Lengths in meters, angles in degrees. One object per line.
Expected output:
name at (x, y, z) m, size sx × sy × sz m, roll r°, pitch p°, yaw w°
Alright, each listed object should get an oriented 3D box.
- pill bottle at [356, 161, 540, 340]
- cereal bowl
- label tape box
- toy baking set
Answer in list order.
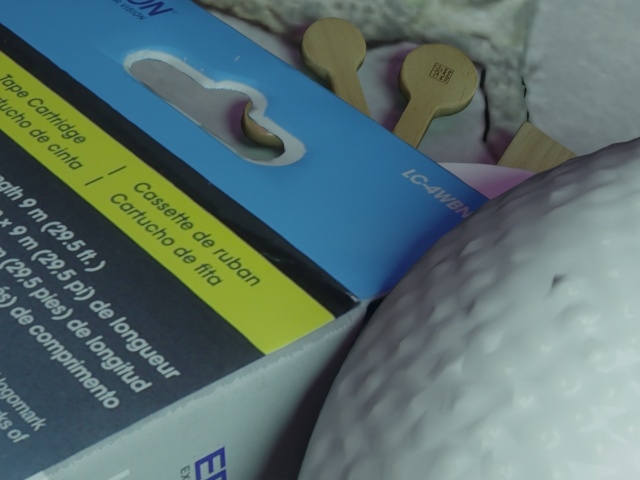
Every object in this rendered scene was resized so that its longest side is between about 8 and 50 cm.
pill bottle at (0.042, 0.128, 0.681) m, size 0.160 × 0.160 × 0.283 m, roll 7°, pitch 66°, yaw -8°
cereal bowl at (0.164, 0.118, 0.564) m, size 0.339 × 0.141 × 0.339 m, roll 9°, pitch 72°, yaw -29°
label tape box at (-0.142, 0.045, 0.640) m, size 0.347 × 0.115 × 0.249 m, roll -25°, pitch 43°, yaw -30°
toy baking set at (0.005, 0.005, 0.838) m, size 0.256 × 0.030 × 0.197 m, roll -28°, pitch 67°, yaw -25°
